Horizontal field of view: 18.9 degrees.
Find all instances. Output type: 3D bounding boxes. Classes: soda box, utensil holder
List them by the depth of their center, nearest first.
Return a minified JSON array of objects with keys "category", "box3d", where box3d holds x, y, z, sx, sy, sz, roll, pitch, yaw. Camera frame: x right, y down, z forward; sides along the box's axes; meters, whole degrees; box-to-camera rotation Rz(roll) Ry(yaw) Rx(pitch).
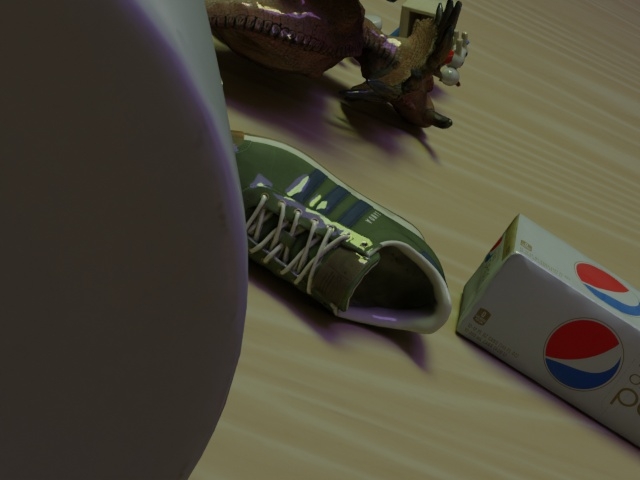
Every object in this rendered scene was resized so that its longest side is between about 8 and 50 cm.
[{"category":"utensil holder","box3d":[-0.199,-0.083,0.654,0.327,0.327,0.385,24,25,-24]},{"category":"soda box","box3d":[0.194,0.075,1.223,0.216,0.069,0.074,32,21,-4]}]

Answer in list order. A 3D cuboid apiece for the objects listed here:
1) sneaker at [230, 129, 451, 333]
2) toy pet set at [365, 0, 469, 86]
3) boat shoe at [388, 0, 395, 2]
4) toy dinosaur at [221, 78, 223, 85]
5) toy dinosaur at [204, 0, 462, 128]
[{"category":"sneaker","box3d":[0.000,0.000,1.108,0.192,0.064,0.086,25,18,-31]},{"category":"toy pet set","box3d":[0.064,-0.153,1.556,0.122,0.065,0.114,17,32,18]},{"category":"boat shoe","box3d":[0.047,-0.229,1.348,0.083,0.065,0.183,35,39,-6]},{"category":"toy dinosaur","box3d":[-0.089,-0.059,1.173,0.047,0.090,0.082,0,-18,27]},{"category":"toy dinosaur","box3d":[-0.006,-0.155,1.366,0.200,0.127,0.295,47,30,14]}]
